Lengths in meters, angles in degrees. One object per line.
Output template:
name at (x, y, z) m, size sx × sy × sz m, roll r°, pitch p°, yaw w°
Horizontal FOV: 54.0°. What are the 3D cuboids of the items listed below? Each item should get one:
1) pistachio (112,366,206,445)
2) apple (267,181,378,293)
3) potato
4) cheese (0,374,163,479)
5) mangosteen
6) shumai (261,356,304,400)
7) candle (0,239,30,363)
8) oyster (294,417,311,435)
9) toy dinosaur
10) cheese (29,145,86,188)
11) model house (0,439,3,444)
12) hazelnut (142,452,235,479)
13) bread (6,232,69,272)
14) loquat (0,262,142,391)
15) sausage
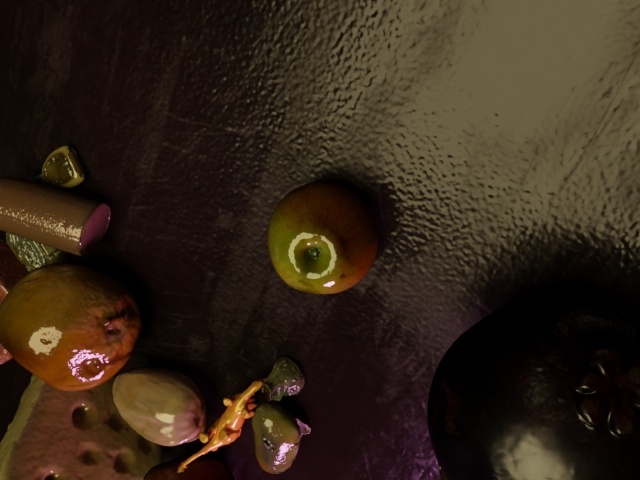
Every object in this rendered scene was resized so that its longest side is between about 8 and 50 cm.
pistachio at (-0.352, 0.361, 1.381) m, size 0.230 × 0.157 × 0.157 m, roll 19°, pitch 116°, yaw 24°
apple at (0.000, 0.000, 1.077) m, size 0.196 × 0.196 × 0.195 m, roll 8°, pitch 113°, yaw 21°
potato at (-0.095, 0.419, 1.312) m, size 0.105 × 0.085 × 0.188 m, roll 20°, pitch 127°, yaw 18°
cheese at (-0.530, 0.459, 1.450) m, size 0.104 × 0.384 × 0.383 m, roll -32°, pitch 95°, yaw 36°
mangosteen at (0.345, 0.284, 0.957) m, size 0.382 × 0.382 × 0.435 m, roll 30°, pitch 152°, yaw 11°
shumai at (-0.080, 0.291, 1.278) m, size 0.082 × 0.080 × 0.083 m, roll 1°, pitch 109°, yaw 22°
candle at (-0.769, 0.170, 1.508) m, size 0.288 × 0.131 × 0.316 m, roll 12°, pitch 115°, yaw 16°
oyster at (-0.059, 0.405, 1.349) m, size 0.054 × 0.019 × 0.083 m, roll 46°, pitch 120°, yaw -4°
toy dinosaur at (-0.198, 0.396, 1.353) m, size 0.070 × 0.117 × 0.288 m, roll 43°, pitch 105°, yaw 18°
cheese at (-0.578, -0.141, 1.354) m, size 0.163 × 0.036 × 0.086 m, roll -19°, pitch 100°, yaw 28°
model house at (-0.771, 0.685, 1.610) m, size 0.267 × 0.321 × 0.261 m, roll 22°, pitch 123°, yaw 13°
hazelnut at (-0.298, 0.589, 1.427) m, size 0.230 × 0.229 × 0.229 m, roll 8°, pitch 113°, yaw 21°
bread at (-0.640, 0.015, 1.425) m, size 0.118 × 0.064 × 0.156 m, roll -32°, pitch 94°, yaw 31°
loquat at (-0.533, 0.176, 1.340) m, size 0.284 × 0.276 × 0.275 m, roll 10°, pitch 115°, yaw 44°
sausage at (-0.583, -0.057, 1.316) m, size 0.253 × 0.123 × 0.123 m, roll 18°, pitch 116°, yaw 5°
